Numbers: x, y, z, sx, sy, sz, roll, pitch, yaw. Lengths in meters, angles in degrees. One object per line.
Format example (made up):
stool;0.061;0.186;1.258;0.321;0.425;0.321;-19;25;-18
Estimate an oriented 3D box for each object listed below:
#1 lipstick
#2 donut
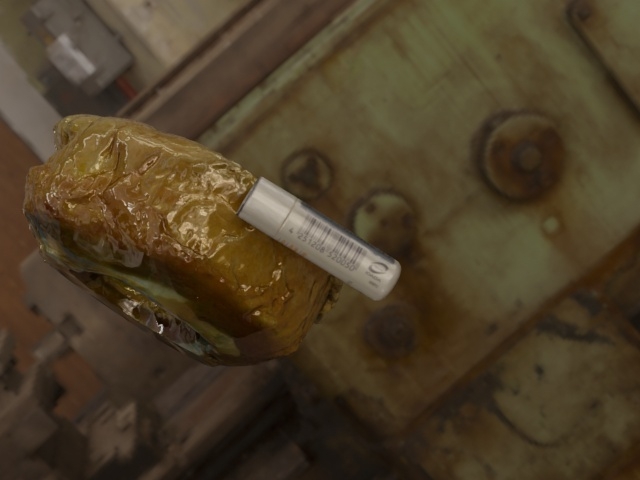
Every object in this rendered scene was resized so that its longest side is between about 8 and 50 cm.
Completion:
lipstick;0.000;0.000;1.005;0.040;0.141;0.040;-58;6;9
donut;-0.144;0.011;1.159;0.160;0.330;0.330;-53;18;-23
